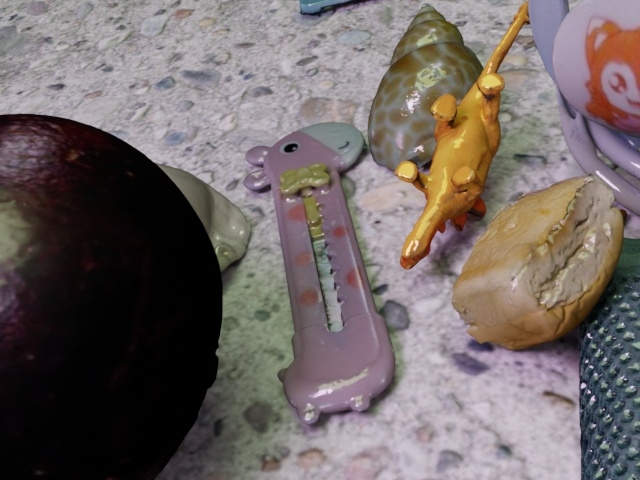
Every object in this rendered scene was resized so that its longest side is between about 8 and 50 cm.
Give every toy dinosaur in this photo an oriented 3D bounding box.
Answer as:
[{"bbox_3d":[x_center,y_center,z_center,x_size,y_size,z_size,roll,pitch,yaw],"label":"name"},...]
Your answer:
[{"bbox_3d":[0.132,-0.087,0.772,0.070,0.117,0.288,18,64,18],"label":"toy dinosaur"}]

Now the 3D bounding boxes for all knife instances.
[{"bbox_3d":[0.000,0.000,0.770,0.132,0.038,0.398,-16,39,3],"label":"knife"}]

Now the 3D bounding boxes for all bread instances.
[{"bbox_3d":[0.162,0.021,0.628,0.125,0.082,0.106,-50,15,-20],"label":"bread"}]

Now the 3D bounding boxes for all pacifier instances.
[{"bbox_3d":[0.315,-0.165,0.672,0.233,0.244,0.299,-39,36,-18],"label":"pacifier"}]

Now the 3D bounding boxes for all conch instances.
[{"bbox_3d":[0.108,-0.150,0.868,0.173,0.106,0.116,-47,27,-14],"label":"conch"}]

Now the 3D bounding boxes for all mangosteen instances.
[{"bbox_3d":[-0.216,0.042,0.570,0.297,0.313,0.297,-35,16,11],"label":"mangosteen"}]

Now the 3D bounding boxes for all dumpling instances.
[{"bbox_3d":[-0.174,-0.005,0.773,0.229,0.124,0.151,7,52,-11],"label":"dumpling"}]

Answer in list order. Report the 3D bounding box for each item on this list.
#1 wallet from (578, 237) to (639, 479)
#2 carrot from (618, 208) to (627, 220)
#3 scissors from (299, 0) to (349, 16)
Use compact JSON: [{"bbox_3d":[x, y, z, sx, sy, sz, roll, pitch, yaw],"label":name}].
[{"bbox_3d":[0.281,0.105,0.527,0.237,0.075,0.342,-3,41,20],"label":"wallet"},{"bbox_3d":[0.197,0.000,0.711,0.142,0.035,0.035,-17,38,-12],"label":"carrot"},{"bbox_3d":[0.157,-0.377,1.177,0.393,0.032,0.180,-16,38,0],"label":"scissors"}]
